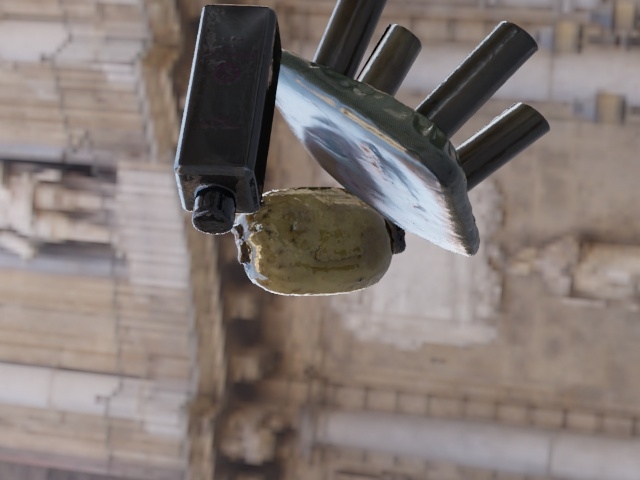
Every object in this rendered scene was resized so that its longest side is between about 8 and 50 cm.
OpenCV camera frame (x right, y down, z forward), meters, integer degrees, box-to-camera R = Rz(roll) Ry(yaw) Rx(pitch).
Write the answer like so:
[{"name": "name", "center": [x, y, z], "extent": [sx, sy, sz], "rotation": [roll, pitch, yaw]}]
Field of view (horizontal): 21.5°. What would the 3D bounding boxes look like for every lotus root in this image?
[{"name": "lotus root", "center": [0.000, 0.000, 2.464], "extent": [0.146, 0.284, 0.160], "rotation": [-2, 92, 64]}]

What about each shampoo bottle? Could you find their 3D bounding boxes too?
[{"name": "shampoo bottle", "center": [-0.091, -0.118, 1.660], "extent": [0.079, 0.080, 0.246], "rotation": [82, -168, -57]}]

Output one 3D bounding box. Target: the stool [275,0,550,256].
[{"name": "stool", "center": [0.117, -0.171, 2.120], "extent": [0.226, 0.310, 0.310], "rotation": [-51, -22, -9]}]
